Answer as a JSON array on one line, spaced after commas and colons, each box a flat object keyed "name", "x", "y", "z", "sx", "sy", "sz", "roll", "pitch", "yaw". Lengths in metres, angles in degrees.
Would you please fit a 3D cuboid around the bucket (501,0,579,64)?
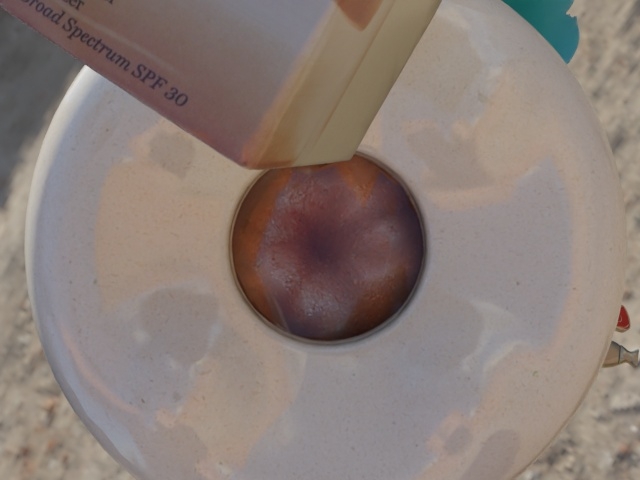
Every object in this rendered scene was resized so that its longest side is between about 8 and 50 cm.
[{"name": "bucket", "x": 0.078, "y": -0.200, "z": 1.418, "sx": 0.183, "sy": 0.281, "sz": 0.281, "roll": -15, "pitch": 51, "yaw": 61}]

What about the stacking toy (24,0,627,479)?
[{"name": "stacking toy", "x": 0.000, "y": 0.000, "z": 1.090, "sx": 0.350, "sy": 0.351, "sz": 0.480, "roll": -59, "pitch": 2, "yaw": 0}]

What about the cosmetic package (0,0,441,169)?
[{"name": "cosmetic package", "x": 0.005, "y": -0.193, "z": 0.674, "sx": 0.153, "sy": 0.129, "sz": 0.296, "roll": 33, "pitch": 106, "yaw": 16}]

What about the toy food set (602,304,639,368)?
[{"name": "toy food set", "x": 0.227, "y": 0.073, "z": 1.384, "sx": 0.019, "sy": 0.122, "sz": 0.077, "roll": 114, "pitch": 158, "yaw": -71}]
